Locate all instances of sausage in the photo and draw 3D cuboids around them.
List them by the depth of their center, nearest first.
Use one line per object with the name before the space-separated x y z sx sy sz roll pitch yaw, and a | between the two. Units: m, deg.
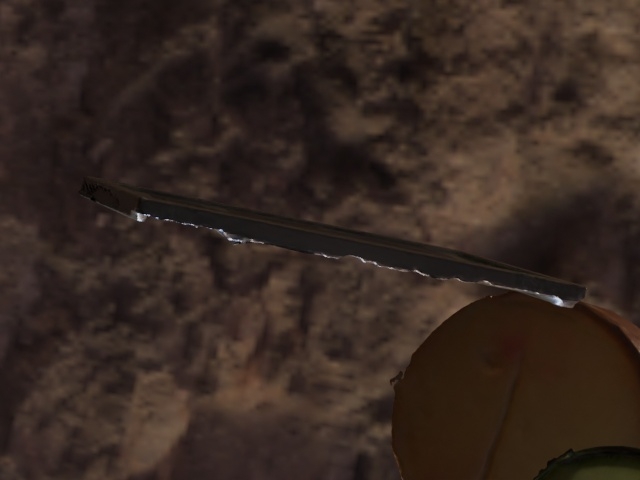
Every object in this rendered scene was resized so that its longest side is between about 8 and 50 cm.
sausage | 0.203 0.163 1.670 0.287 0.233 0.233 11 -93 -75

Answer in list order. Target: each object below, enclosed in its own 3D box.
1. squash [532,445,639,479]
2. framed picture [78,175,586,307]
squash | 0.181 0.227 0.972 0.287 0.137 0.137 53 -125 -47
framed picture | 0.000 0.000 1.164 0.281 0.209 0.019 11 -88 -19
